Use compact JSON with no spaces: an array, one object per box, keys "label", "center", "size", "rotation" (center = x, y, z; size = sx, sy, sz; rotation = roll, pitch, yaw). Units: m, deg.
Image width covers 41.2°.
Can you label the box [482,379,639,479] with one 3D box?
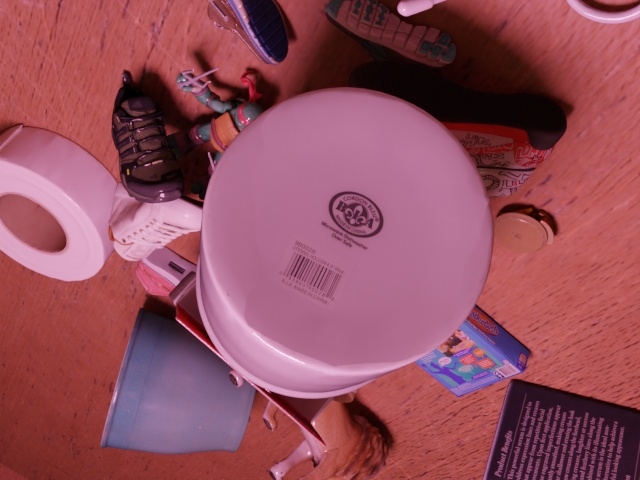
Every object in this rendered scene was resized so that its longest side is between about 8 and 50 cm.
[{"label":"box","center":[0.475,0.441,1.413],"size":[0.396,0.212,0.293],"rotation":[12,138,19]}]

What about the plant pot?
[{"label":"plant pot","center":[-0.261,0.291,1.644],"size":[0.255,0.271,0.271],"rotation":[15,141,-9]}]

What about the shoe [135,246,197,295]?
[{"label":"shoe","center":[-0.258,0.080,1.556],"size":[0.178,0.063,0.081],"rotation":[36,141,-1]}]

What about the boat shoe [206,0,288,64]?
[{"label":"boat shoe","center":[-0.107,-0.300,1.074],"size":[0.066,0.066,0.183],"rotation":[-13,116,43]}]

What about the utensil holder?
[{"label":"utensil holder","center":[0.010,0.022,1.041],"size":[0.328,0.327,0.385],"rotation":[28,165,-1]}]

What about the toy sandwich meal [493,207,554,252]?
[{"label":"toy sandwich meal","center":[0.281,-0.016,1.180],"size":[0.086,0.029,0.085],"rotation":[19,143,15]}]

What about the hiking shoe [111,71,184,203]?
[{"label":"hiking shoe","center":[-0.258,-0.146,1.220],"size":[0.227,0.086,0.114],"rotation":[54,154,40]}]

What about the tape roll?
[{"label":"tape roll","center":[-0.484,-0.061,1.501],"size":[0.286,0.100,0.286],"rotation":[16,139,15]}]

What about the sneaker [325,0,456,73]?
[{"label":"sneaker","center":[0.077,-0.237,1.036],"size":[0.167,0.065,0.076],"rotation":[28,144,2]}]

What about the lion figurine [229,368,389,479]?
[{"label":"lion figurine","center":[-0.003,0.323,1.590],"size":[0.142,0.240,0.392],"rotation":[21,134,51]}]

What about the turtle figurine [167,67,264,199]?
[{"label":"turtle figurine","center":[-0.140,-0.146,1.199],"size":[0.234,0.118,0.175],"rotation":[-33,73,59]}]

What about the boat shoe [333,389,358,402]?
[{"label":"boat shoe","center":[-0.026,0.152,1.477],"size":[0.302,0.098,0.109],"rotation":[48,148,-19]}]

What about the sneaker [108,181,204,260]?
[{"label":"sneaker","center":[-0.251,-0.019,1.326],"size":[0.106,0.123,0.290],"rotation":[19,175,-32]}]

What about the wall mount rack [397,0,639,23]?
[{"label":"wall mount rack","center":[0.220,-0.336,0.797],"size":[0.304,0.130,0.350],"rotation":[7,135,23]}]

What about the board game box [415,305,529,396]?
[{"label":"board game box","center":[0.209,0.160,1.389],"size":[0.210,0.047,0.160],"rotation":[40,139,-14]}]

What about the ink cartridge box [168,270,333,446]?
[{"label":"ink cartridge box","center":[-0.104,0.175,1.330],"size":[0.296,0.066,0.261],"rotation":[43,173,-11]}]

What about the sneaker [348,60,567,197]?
[{"label":"sneaker","center":[0.150,-0.125,1.046],"size":[0.270,0.090,0.145],"rotation":[9,143,-11]}]
